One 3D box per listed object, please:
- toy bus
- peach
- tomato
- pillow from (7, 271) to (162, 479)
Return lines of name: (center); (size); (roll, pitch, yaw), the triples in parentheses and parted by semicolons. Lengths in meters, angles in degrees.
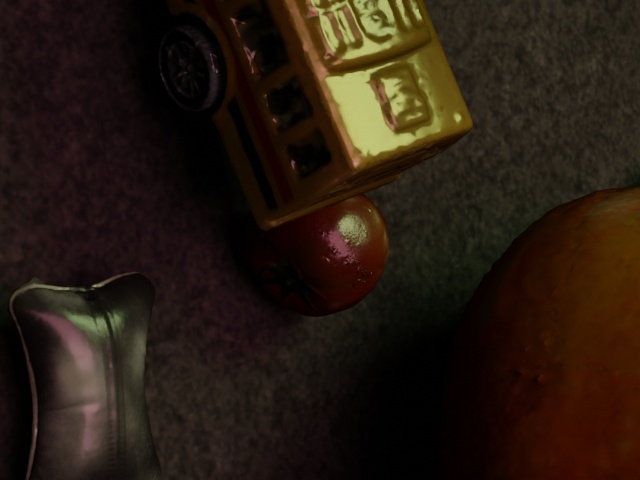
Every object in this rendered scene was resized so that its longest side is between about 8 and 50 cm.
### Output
toy bus: (-0.039, -0.182, 1.019); (0.121, 0.123, 0.335); (-21, 89, -37)
peach: (0.214, 0.146, 1.080); (0.372, 0.290, 0.372); (3, 90, -76)
tomato: (0.000, 0.000, 1.085); (0.075, 0.087, 0.087); (-49, 114, -34)
pillow: (-0.126, 0.085, 1.005); (0.091, 0.055, 0.135); (-7, 95, -67)
